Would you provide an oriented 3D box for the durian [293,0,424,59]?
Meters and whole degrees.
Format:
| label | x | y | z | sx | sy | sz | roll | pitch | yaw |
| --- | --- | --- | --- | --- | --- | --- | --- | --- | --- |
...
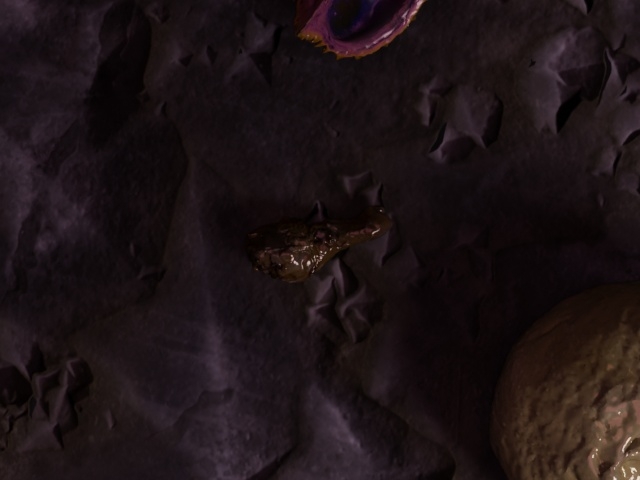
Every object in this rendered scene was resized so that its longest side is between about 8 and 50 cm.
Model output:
| label | x | y | z | sx | sy | sz | roll | pitch | yaw |
| --- | --- | --- | --- | --- | --- | --- | --- | --- | --- |
| durian | 0.067 | -0.370 | 1.776 | 0.260 | 0.154 | 0.186 | -34 | 59 | 10 |

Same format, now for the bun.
| label | x | y | z | sx | sy | sz | roll | pitch | yaw |
| --- | --- | --- | --- | --- | --- | --- | --- | --- | --- |
| bun | 0.380 | 0.230 | 1.603 | 0.349 | 0.227 | 0.352 | 31 | 99 | -9 |

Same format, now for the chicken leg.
| label | x | y | z | sx | sy | sz | roll | pitch | yaw |
| --- | --- | --- | --- | --- | --- | --- | --- | --- | --- |
| chicken leg | 0.001 | 0.002 | 1.790 | 0.198 | 0.069 | 0.085 | -17 | 60 | 0 |
